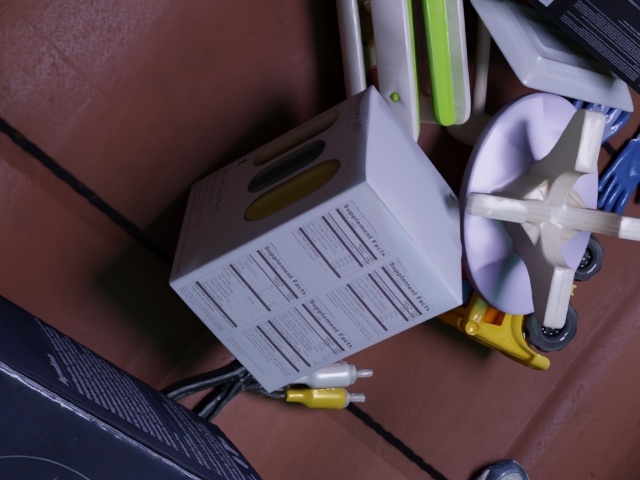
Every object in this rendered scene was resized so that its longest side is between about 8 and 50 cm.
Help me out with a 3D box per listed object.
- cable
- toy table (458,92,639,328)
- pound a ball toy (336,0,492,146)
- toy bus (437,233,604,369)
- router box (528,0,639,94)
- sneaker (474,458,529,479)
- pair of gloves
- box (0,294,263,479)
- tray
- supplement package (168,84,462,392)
[{"bbox_3d":[-0.074,0.169,1.763,0.287,0.072,0.139,-13,112,-23],"label":"cable"},{"bbox_3d":[0.271,-0.038,1.694,0.252,0.161,0.274,-3,98,-14],"label":"toy table"},{"bbox_3d":[0.110,-0.248,1.726,0.208,0.136,0.319,-27,117,-46],"label":"pound a ball toy"},{"bbox_3d":[0.233,0.032,1.847,0.211,0.149,0.220,22,92,-20],"label":"toy bus"},{"bbox_3d":[0.297,-0.325,1.709,0.309,0.243,0.081,33,114,-29],"label":"router box"},{"bbox_3d":[0.285,0.442,1.992,0.110,0.122,0.283,-16,111,-22],"label":"sneaker"},{"bbox_3d":[0.399,-0.126,1.948,0.198,0.023,0.159,35,89,-29],"label":"pair of gloves"},{"bbox_3d":[-0.374,0.340,1.521,0.472,0.297,0.480,37,91,-31],"label":"box"},{"bbox_3d":[0.297,-0.236,1.753,0.030,0.145,0.270,-41,153,31],"label":"tray"},{"bbox_3d":[0.000,0.000,1.618,0.263,0.199,0.198,-27,121,22],"label":"supplement package"}]
